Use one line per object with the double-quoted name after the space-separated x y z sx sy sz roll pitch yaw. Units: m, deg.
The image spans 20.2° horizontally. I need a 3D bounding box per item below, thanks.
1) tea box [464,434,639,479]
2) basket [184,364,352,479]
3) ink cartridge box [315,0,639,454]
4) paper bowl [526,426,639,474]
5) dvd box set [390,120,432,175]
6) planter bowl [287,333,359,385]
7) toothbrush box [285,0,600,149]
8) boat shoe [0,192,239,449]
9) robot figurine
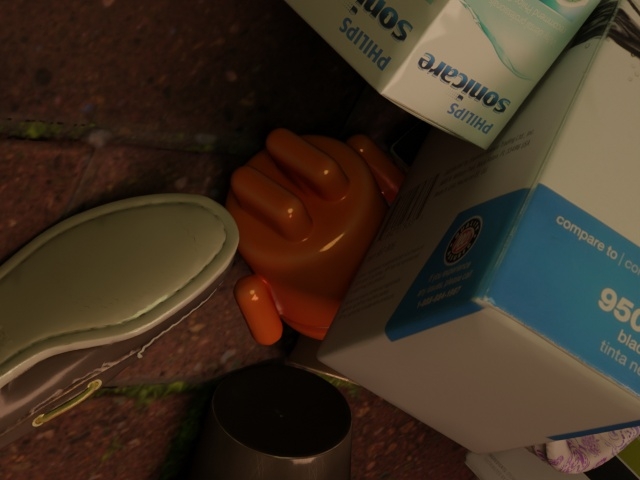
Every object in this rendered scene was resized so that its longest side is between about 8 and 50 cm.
0.368 0.197 1.894 0.323 0.220 0.329 -46 161 7 "tea box"
-0.050 0.239 1.646 0.204 0.154 0.227 -11 130 -29 "basket"
0.192 -0.061 1.318 0.395 0.166 0.285 -63 -166 -20 "ink cartridge box"
0.244 0.057 1.617 0.284 0.148 0.284 -37 145 -31 "paper bowl"
0.247 -0.056 1.711 0.307 0.062 0.420 -40 146 -8 "dvd box set"
0.064 0.082 1.604 0.162 0.162 0.109 24 83 -54 "planter bowl"
0.108 -0.247 1.224 0.126 0.216 0.295 22 110 -45 "toothbrush box"
-0.203 0.075 1.346 0.324 0.116 0.096 -31 148 -12 "boat shoe"
0.002 -0.001 1.459 0.128 0.158 0.219 -5 148 16 "robot figurine"
